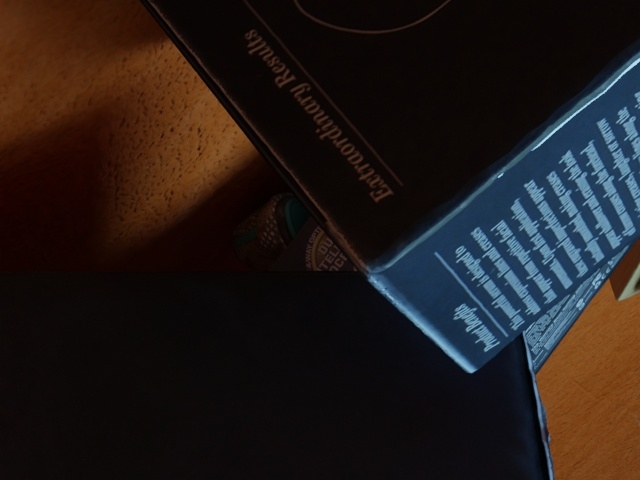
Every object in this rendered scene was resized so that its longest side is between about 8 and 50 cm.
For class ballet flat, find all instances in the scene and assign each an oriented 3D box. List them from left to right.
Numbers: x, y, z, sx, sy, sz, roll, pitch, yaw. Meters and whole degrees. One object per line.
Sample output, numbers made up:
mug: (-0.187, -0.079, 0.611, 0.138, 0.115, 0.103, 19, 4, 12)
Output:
ballet flat: (0.000, 0.000, 1.433, 0.067, 0.073, 0.206, -20, 162, 28)

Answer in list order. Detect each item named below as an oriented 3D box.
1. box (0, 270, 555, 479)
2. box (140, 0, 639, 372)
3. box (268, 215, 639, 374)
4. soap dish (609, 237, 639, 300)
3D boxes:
box: (-0.130, 0.263, 1.196, 0.480, 0.297, 0.472, 0, 146, -9)
box: (0.119, -0.177, 1.004, 0.395, 0.293, 0.212, -40, 155, 3)
box: (0.121, 0.004, 1.429, 0.395, 0.097, 0.318, -53, 152, 0)
soap dish: (0.388, -0.087, 1.727, 0.229, 0.118, 0.291, -22, 150, -32)
